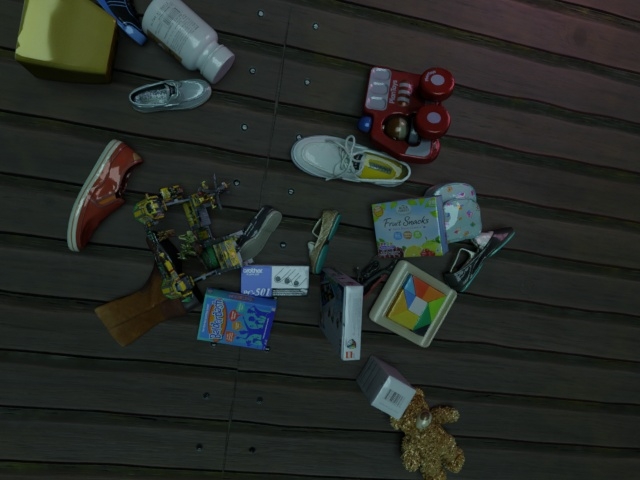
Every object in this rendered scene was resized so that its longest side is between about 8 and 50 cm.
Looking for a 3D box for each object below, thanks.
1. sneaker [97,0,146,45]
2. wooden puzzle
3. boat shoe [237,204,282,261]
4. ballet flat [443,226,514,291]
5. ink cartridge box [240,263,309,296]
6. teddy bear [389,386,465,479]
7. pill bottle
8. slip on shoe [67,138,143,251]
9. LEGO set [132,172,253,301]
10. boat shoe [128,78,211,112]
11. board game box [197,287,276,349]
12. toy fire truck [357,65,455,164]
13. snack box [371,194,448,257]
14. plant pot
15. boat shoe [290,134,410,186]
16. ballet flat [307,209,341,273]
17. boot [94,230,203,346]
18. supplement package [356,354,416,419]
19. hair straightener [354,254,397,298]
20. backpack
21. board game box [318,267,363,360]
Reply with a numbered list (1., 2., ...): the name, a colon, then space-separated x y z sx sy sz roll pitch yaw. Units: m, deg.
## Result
1. sneaker: -0.543 -0.649 1.176 0.090 0.081 0.232 -40 99 3
2. wooden puzzle: 0.306 0.210 1.405 0.238 0.044 0.221 30 90 -15
3. boat shoe: -0.201 -0.018 1.311 0.206 0.075 0.065 -50 57 3
4. ballet flat: 0.508 0.041 1.408 0.096 0.095 0.280 42 88 2
5. ink cartridge box: -0.140 0.123 1.329 0.206 0.046 0.097 1 94 -8
6. teddy bear: 0.364 0.659 1.429 0.244 0.113 0.338 -14 97 -10
7. pill bottle: -0.357 -0.548 1.190 0.229 0.131 0.131 39 88 -11
8. slip on shoe: -0.601 -0.115 1.202 0.101 0.123 0.332 27 86 -14
9. LEGO set: -0.331 -0.012 1.172 0.254 0.192 0.332 -12 88 -50
10. boat shoe: -0.422 -0.408 1.217 0.227 0.081 0.080 -14 97 -7
11. board game box: -0.251 0.237 1.299 0.210 0.047 0.160 11 112 -9
12. toy fire truck: 0.243 -0.369 1.272 0.253 0.169 0.303 10 71 6
13. snack box: 0.270 -0.040 1.313 0.206 0.070 0.175 -4 98 33
14. plant pot: -0.636 -0.518 1.121 0.187 0.212 0.213 11 93 -23
15. boat shoe: 0.096 -0.230 1.280 0.366 0.156 0.136 14 93 -11
16. ballet flat: 0.000 0.000 1.341 0.067 0.073 0.206 21 89 17
17. boot: -0.525 0.140 1.266 0.280 0.096 0.264 -27 106 2
18. supplement package: 0.199 0.451 1.346 0.105 0.179 0.105 31 89 -10
19. hair straightener: 0.149 0.117 1.361 0.230 0.047 0.089 -38 104 -14
20. backpack: 0.411 -0.089 1.354 0.165 0.144 0.189 -11 94 -3
21. board game box: 0.051 0.194 1.236 0.053 0.305 0.193 2 95 -12
